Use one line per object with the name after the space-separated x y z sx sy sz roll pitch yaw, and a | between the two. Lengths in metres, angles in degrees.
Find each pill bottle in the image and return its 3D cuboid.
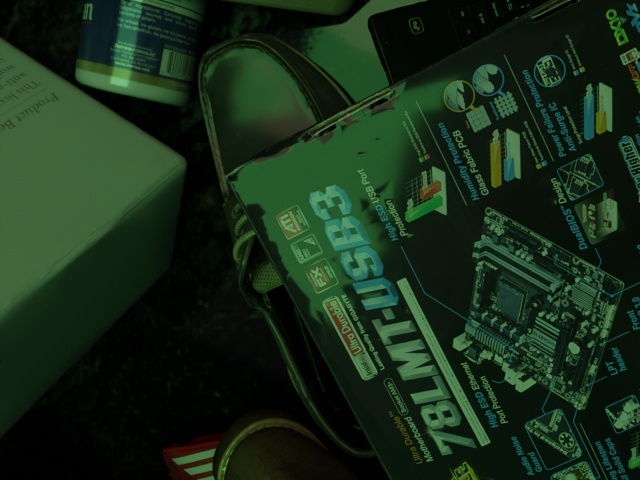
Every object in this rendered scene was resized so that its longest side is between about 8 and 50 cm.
-0.138 -0.202 0.495 0.094 0.094 0.169 15 100 10 | pill bottle

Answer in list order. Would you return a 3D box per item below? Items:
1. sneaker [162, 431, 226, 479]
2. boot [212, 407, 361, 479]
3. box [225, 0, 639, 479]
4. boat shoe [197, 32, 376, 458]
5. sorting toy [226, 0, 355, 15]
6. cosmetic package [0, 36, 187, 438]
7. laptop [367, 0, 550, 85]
-0.112 0.263 0.580 0.221 0.087 0.128 -50 64 19 | sneaker
0.051 0.247 0.428 0.305 0.115 0.112 43 80 -15 | boot
0.140 0.019 0.377 0.293 0.073 0.295 -27 98 7 | box
0.000 0.000 0.475 0.132 0.130 0.355 -25 92 14 | boat shoe
-0.039 -0.239 0.396 0.208 0.193 0.038 -5 62 -23 | sorting toy
-0.359 -0.073 0.474 0.453 0.230 0.161 34 141 7 | cosmetic package
0.205 -0.092 0.408 0.264 0.136 0.234 -21 93 -19 | laptop
